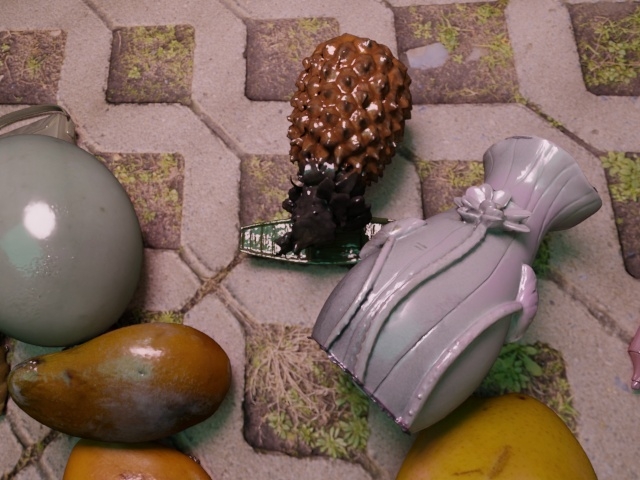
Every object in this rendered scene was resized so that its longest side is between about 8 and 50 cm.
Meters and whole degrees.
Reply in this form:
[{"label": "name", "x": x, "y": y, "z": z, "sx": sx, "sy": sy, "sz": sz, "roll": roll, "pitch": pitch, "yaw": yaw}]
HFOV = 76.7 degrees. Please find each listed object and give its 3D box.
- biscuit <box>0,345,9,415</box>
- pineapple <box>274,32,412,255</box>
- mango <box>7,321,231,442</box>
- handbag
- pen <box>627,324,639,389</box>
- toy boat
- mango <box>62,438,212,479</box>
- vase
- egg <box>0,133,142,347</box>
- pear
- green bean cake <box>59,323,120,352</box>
[{"label": "biscuit", "x": -0.727, "y": 0.257, "z": 0.782, "sx": 0.273, "sy": 0.036, "sz": 0.188, "roll": -10, "pitch": 70, "yaw": 7}, {"label": "pineapple", "x": 0.026, "y": -0.130, "z": 0.668, "sx": 0.222, "sy": 0.223, "sz": 0.358, "roll": 11, "pitch": 74, "yaw": 11}, {"label": "mango", "x": -0.300, "y": 0.225, "z": 0.634, "sx": 0.315, "sy": 0.146, "sz": 0.193, "roll": 0, "pitch": 109, "yaw": -20}, {"label": "handbag", "x": -0.645, "y": -0.198, "z": 0.872, "sx": 0.255, "sy": 0.079, "sz": 0.220, "roll": -17, "pitch": 63, "yaw": 3}, {"label": "pen", "x": 0.525, "y": 0.143, "z": 0.628, "sx": 0.053, "sy": 0.032, "sz": 0.197, "roll": 29, "pitch": 80, "yaw": 14}, {"label": "toy boat", "x": 0.000, "y": 0.000, "z": 0.731, "sx": 0.292, "sy": 0.055, "sz": 0.093, "roll": 0, "pitch": 76, "yaw": 8}, {"label": "mango", "x": -0.298, "y": 0.409, "z": 0.628, "sx": 0.256, "sy": 0.138, "sz": 0.187, "roll": 26, "pitch": 69, "yaw": 8}, {"label": "vase", "x": 0.200, "y": 0.047, "z": 0.595, "sx": 0.250, "sy": 0.250, "sz": 0.445, "roll": 42, "pitch": 77, "yaw": 16}, {"label": "egg", "x": -0.455, "y": -0.007, "z": 0.684, "sx": 0.275, "sy": 0.276, "sz": 0.389, "roll": -28, "pitch": 68, "yaw": 1}, {"label": "pear", "x": 0.231, "y": 0.369, "z": 0.513, "sx": 0.285, "sy": 0.285, "sz": 0.336, "roll": 42, "pitch": 45, "yaw": 16}, {"label": "green bean cake", "x": -0.405, "y": 0.227, "z": 0.732, "sx": 0.135, "sy": 0.056, "sz": 0.136, "roll": 39, "pitch": 84, "yaw": 14}]
